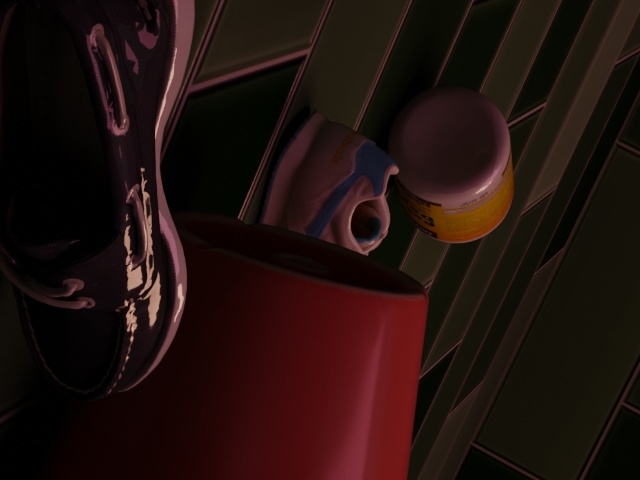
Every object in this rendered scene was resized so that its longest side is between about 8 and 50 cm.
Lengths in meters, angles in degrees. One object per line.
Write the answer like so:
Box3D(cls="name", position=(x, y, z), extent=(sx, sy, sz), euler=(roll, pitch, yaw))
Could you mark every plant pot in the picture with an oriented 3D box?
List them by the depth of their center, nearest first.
Box3D(cls="plant pot", position=(-0.050, 0.122, 1.269), extent=(0.275, 0.275, 0.243), euler=(-9, 117, -73))

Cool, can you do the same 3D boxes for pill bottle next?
Box3D(cls="pill bottle", position=(0.132, -0.067, 1.830), extent=(0.117, 0.117, 0.215), euler=(-60, 166, -9))

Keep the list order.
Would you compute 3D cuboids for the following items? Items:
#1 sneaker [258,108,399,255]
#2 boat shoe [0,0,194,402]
Box3D(cls="sneaker", position=(0.000, 0.000, 1.528), extent=(0.087, 0.092, 0.229), euler=(-53, 166, -39))
Box3D(cls="boat shoe", position=(-0.133, -0.023, 0.965), extent=(0.091, 0.114, 0.302), euler=(-48, 149, -47))
